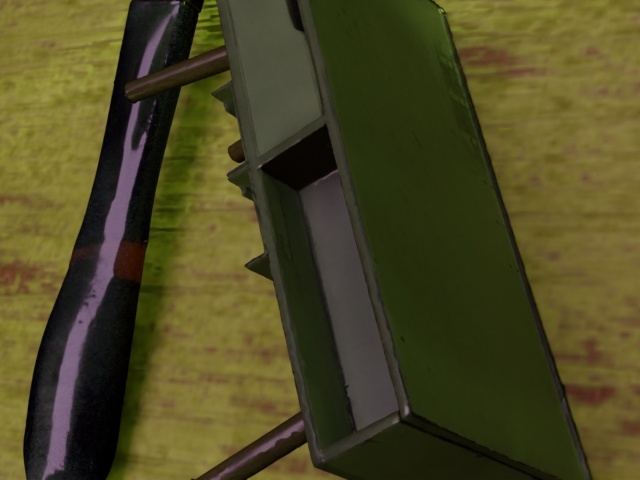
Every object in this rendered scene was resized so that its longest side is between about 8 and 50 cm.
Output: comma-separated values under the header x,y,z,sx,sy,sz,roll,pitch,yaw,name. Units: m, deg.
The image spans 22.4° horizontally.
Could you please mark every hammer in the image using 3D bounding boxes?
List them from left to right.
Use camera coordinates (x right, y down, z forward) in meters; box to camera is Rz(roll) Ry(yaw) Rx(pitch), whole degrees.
x,y,z,sx,sy,sz,roll,pitch,yaw,name
-0.088,-0.021,0.759,0.137,0.037,0.290,5,79,26,hammer

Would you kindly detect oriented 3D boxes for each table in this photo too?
x,y,z,sx,sy,sz,roll,pitch,yaw,name
0.000,0.000,0.630,0.111,0.121,0.240,-31,53,26,table
